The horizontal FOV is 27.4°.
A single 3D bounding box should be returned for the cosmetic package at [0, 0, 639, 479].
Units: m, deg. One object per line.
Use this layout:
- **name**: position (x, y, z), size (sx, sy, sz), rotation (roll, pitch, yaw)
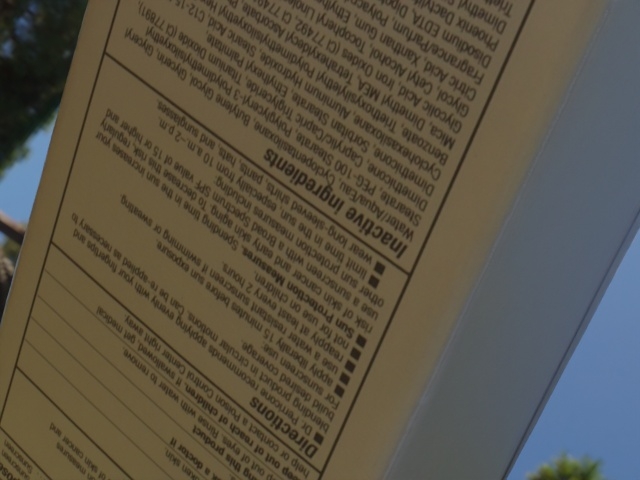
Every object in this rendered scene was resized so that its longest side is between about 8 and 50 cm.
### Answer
- **cosmetic package**: position (0.000, 0.000, 0.422), size (0.160, 0.113, 0.309), rotation (38, -58, 26)
